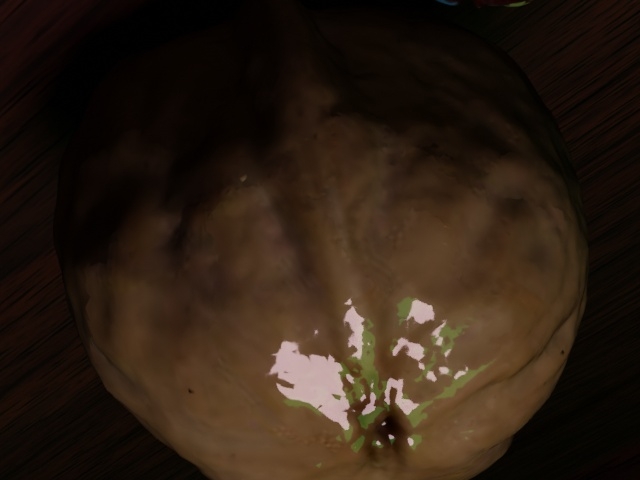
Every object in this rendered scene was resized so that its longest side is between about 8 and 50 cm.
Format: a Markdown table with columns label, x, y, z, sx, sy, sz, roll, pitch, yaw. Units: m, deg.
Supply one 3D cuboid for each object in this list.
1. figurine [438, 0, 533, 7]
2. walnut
| label | x | y | z | sx | sy | sz | roll | pitch | yaw |
| --- | --- | --- | --- | --- | --- | --- | --- | --- | --- |
| figurine | 0.093 | -0.217 | 1.039 | 0.175 | 0.116 | 0.240 | -29 | 156 | 21 |
| walnut | 0.000 | 0.000 | 1.147 | 0.381 | 0.381 | 0.381 | -16 | 158 | -7 |
